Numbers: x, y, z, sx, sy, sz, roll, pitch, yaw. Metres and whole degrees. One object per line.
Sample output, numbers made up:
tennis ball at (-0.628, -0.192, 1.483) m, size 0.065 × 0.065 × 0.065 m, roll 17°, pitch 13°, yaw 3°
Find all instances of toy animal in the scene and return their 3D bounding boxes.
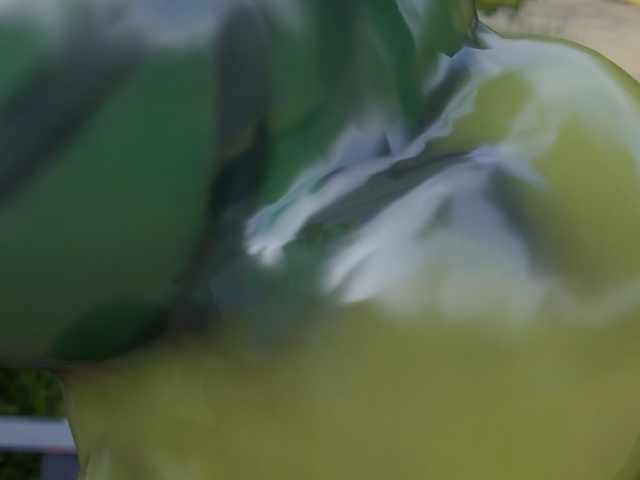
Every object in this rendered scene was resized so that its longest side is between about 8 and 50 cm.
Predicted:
toy animal at (0.001, -0.001, 0.480) m, size 0.191 × 0.338 × 0.216 m, roll -13°, pitch 33°, yaw 50°
